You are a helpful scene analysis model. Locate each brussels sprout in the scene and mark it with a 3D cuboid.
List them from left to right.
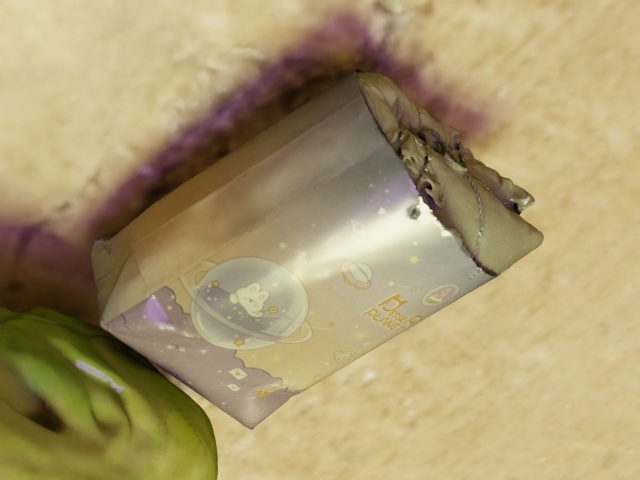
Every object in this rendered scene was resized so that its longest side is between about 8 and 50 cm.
[{"bbox_3d":[-0.146,0.124,0.516,0.223,0.161,0.223,8,130,9],"label":"brussels sprout"}]

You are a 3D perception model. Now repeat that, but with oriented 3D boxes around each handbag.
[{"bbox_3d":[0.000,0.000,0.518,0.173,0.095,0.117,-32,136,15],"label":"handbag"}]
